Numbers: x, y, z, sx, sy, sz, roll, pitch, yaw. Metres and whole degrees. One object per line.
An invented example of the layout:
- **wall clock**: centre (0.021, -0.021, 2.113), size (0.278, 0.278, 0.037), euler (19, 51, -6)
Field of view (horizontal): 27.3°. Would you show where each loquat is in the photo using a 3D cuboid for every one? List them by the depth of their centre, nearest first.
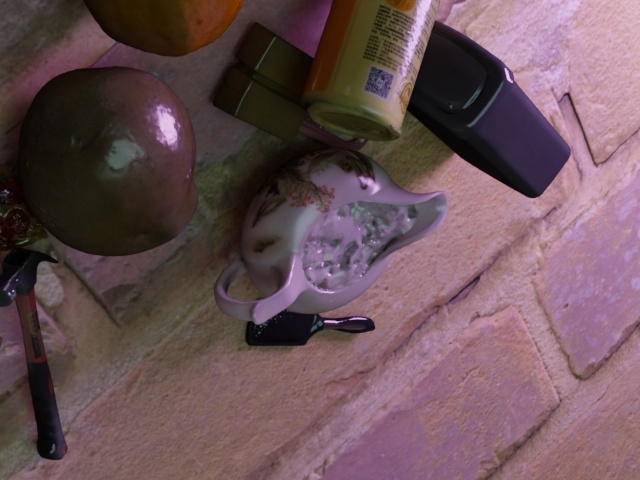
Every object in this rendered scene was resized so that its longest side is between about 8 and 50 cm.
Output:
- **loquat**: centre (-0.150, -0.278, 1.260), size (0.187, 0.176, 0.234), euler (-71, 160, -45)

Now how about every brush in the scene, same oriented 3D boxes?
- **brush**: centre (-0.011, -0.154, 1.513), size (0.233, 0.047, 0.103), euler (24, 98, -46)
- **brush**: centre (-0.008, 0.105, 1.665), size (0.193, 0.016, 0.063), euler (2, 112, -36)

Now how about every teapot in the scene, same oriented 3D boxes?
- **teapot**: centre (0.000, 0.000, 1.536), size (0.298, 0.139, 0.204), euler (-33, 132, -18)

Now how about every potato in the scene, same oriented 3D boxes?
- **potato**: centre (-0.211, -0.075, 1.339), size (0.177, 0.160, 0.235), euler (-11, 144, 13)

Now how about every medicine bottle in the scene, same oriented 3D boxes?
- **medicine bottle**: centre (0.063, -0.236, 1.442), size (0.124, 0.124, 0.239), euler (26, 76, -41)

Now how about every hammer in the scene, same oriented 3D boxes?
- **hammer**: centre (-0.307, 0.131, 1.425), size (0.111, 0.033, 0.288), euler (-67, 161, -52)

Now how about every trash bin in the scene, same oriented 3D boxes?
- **trash bin**: centre (0.177, -0.159, 1.562), size (0.101, 0.176, 0.236), euler (-55, 136, -1)

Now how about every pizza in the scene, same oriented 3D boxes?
- **pizza**: centre (-0.336, -0.019, 1.357), size (0.099, 0.029, 0.100), euler (-30, 127, -19)

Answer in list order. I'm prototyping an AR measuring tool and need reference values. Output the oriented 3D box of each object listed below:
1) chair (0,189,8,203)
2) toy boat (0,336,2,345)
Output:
- **chair**: centre (-0.442, -0.007, 1.201), size (0.246, 0.158, 0.172), euler (4, 112, -38)
- **toy boat**: centre (-0.415, 0.091, 1.324), size (0.200, 0.077, 0.057), euler (23, 92, -41)
